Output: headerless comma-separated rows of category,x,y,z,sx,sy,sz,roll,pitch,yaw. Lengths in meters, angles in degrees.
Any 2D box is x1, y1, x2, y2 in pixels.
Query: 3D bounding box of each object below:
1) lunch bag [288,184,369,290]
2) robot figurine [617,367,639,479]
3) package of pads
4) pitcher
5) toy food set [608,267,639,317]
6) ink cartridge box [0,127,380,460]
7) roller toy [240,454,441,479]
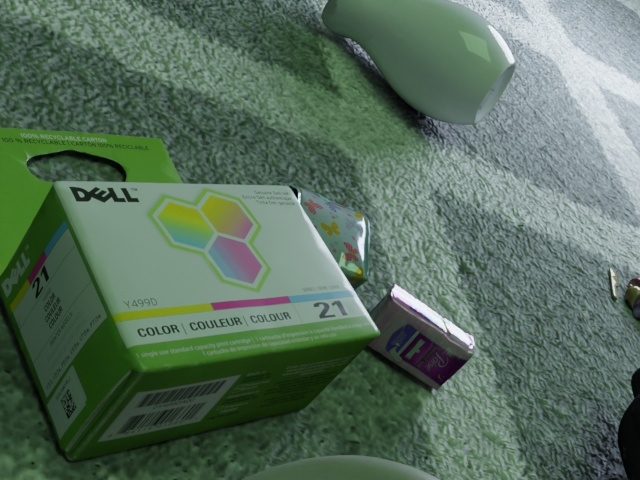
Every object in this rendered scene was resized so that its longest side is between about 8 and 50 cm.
lunch bag,0.000,0.000,0.730,0.071,0.053,0.083,22,47,-21
robot figurine,0.333,0.206,0.716,0.209,0.173,0.278,4,41,-3
package of pads,0.074,0.076,0.715,0.083,0.050,0.032,34,29,-9
pitcher,0.123,-0.224,1.061,0.207,0.125,0.178,37,17,15
toy food set,0.386,0.075,1.048,0.122,0.019,0.078,33,34,-11
ink cartridge box,-0.109,-0.007,0.591,0.189,0.097,0.255,-3,53,-46
roller toy,0.004,0.189,0.362,0.146,0.191,0.209,61,6,-31
